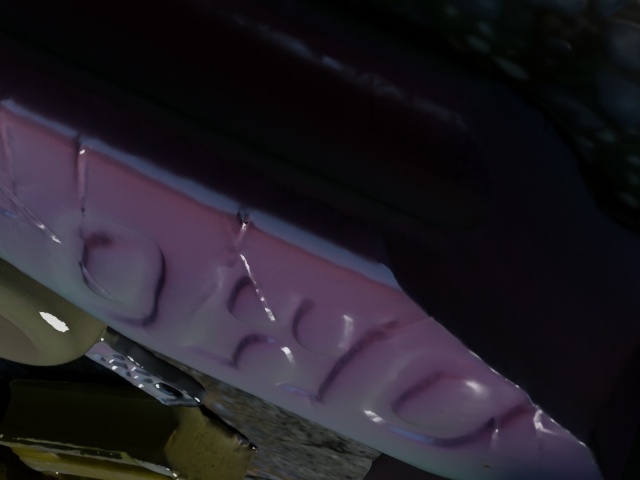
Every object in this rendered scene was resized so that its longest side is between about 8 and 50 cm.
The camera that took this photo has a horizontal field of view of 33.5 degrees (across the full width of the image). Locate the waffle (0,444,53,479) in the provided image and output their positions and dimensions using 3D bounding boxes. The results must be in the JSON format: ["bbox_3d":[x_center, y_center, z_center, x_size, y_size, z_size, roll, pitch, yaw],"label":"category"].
[{"bbox_3d":[-0.337,0.242,1.130,0.301,0.058,0.281,29,170,21],"label":"waffle"}]

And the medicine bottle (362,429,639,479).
[{"bbox_3d":[0.182,0.226,0.568,0.325,0.256,0.256,5,149,48],"label":"medicine bottle"}]

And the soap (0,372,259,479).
[{"bbox_3d":[-0.181,0.187,0.974,0.233,0.076,0.135,1,146,37],"label":"soap"}]

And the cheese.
[{"bbox_3d":[-0.190,0.044,0.716,0.163,0.082,0.286,-4,143,44],"label":"cheese"}]

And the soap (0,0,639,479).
[{"bbox_3d":[0.000,0.000,0.461,0.324,0.109,0.193,24,153,-3],"label":"soap"}]
